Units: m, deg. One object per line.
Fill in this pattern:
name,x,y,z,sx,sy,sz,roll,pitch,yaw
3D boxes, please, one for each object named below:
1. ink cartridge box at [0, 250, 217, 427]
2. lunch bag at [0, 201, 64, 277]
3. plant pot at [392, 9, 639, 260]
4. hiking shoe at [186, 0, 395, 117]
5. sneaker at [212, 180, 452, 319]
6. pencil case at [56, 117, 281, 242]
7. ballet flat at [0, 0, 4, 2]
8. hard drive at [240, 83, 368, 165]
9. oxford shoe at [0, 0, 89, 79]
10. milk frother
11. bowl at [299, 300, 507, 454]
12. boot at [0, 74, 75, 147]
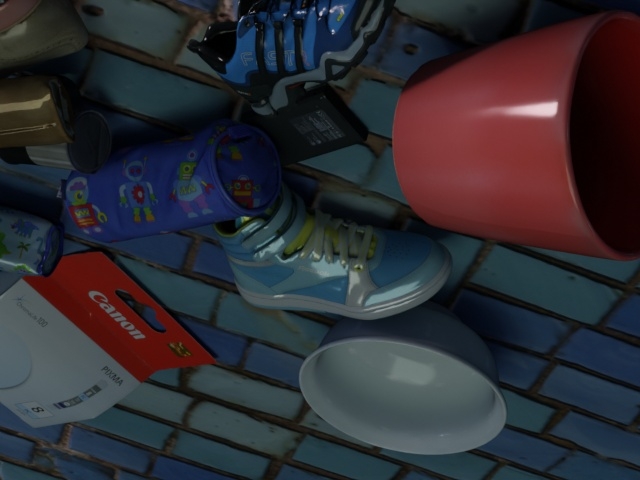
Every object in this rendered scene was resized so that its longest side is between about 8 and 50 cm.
ink cartridge box,-0.405,0.165,2.405,0.385,0.091,0.308,-11,136,34
lunch bag,-0.440,0.000,2.196,0.129,0.096,0.151,17,173,-1
plant pot,0.230,-0.111,1.674,0.243,0.275,0.275,1,143,37
hiking shoe,-0.028,-0.239,1.703,0.132,0.113,0.304,31,141,-21
sneaker,0.000,0.000,2.003,0.319,0.127,0.208,-4,141,23
pencil case,-0.195,-0.076,1.961,0.306,0.119,0.133,-9,99,39
ballet flat,-0.465,-0.288,1.713,0.409,0.147,0.147,4,145,39
hard drive,-0.021,-0.142,1.907,0.135,0.022,0.094,-15,134,35
oxford shoe,-0.463,-0.226,1.868,0.397,0.140,0.146,-10,142,32
milk frother,-0.367,-0.131,1.934,0.135,0.143,0.129,8,133,34
bowl,0.127,0.175,2.179,0.298,0.134,0.298,10,143,7
boot,-0.443,-0.163,1.783,0.270,0.089,0.236,-5,168,2
